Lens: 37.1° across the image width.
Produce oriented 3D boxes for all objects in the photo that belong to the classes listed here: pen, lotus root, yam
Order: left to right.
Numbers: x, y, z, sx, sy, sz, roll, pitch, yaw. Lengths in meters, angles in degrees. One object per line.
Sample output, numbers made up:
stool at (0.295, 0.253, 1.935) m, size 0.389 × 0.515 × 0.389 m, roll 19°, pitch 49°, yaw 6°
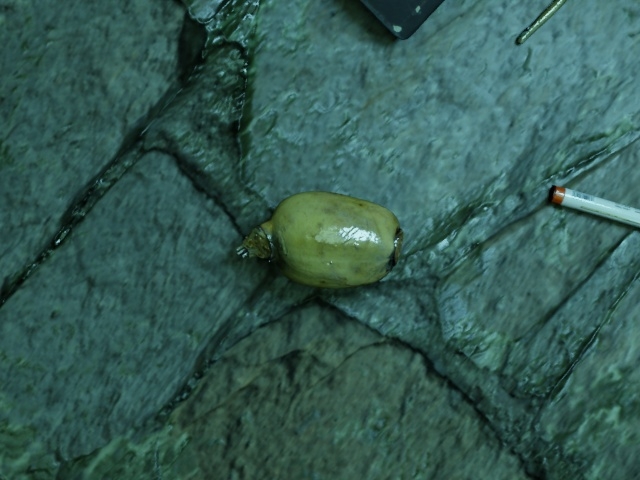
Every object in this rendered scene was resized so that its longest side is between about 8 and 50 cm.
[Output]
lotus root at (0.000, 0.000, 1.247) m, size 0.221 × 0.118 × 0.125 m, roll 4°, pitch 76°, yaw -2°
yam at (0.302, -0.302, 1.276) m, size 0.107 × 0.014 × 0.014 m, roll -45°, pitch 92°, yaw 3°
pen at (0.414, -0.033, 1.284) m, size 0.218 × 0.026 × 0.026 m, roll 16°, pitch 93°, yaw -1°

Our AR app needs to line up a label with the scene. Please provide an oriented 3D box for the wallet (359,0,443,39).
wallet at (0.168, -0.474, 1.196) m, size 0.228 × 0.062 × 0.406 m, roll 45°, pitch 109°, yaw -2°
